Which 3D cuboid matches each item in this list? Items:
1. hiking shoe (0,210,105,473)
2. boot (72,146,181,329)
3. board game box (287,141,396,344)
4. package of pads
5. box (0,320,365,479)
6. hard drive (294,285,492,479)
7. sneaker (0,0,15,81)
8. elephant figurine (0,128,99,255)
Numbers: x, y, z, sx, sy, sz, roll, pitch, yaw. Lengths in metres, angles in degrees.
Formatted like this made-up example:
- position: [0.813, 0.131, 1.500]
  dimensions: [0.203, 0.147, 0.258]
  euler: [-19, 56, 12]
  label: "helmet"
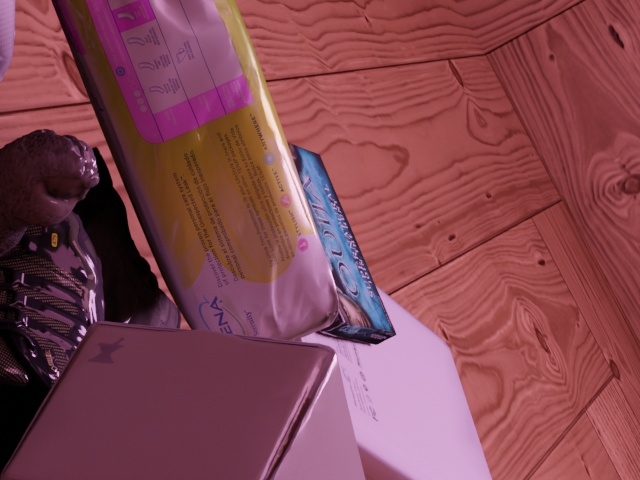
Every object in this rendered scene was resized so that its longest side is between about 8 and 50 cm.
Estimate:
- position: [-0.169, 0.048, 1.097]
  dimensions: [0.227, 0.086, 0.114]
  euler: [65, 15, 10]
  label: "hiking shoe"
- position: [-0.152, 0.049, 1.327]
  dimensions: [0.161, 0.083, 0.246]
  euler: [62, 19, -18]
  label: "boot"
- position: [0.000, 0.000, 1.737]
  dimensions: [0.186, 0.026, 0.126]
  euler: [66, 18, 16]
  label: "board game box"
- position: [-0.092, -0.084, 1.288]
  dimensions: [0.229, 0.101, 0.296]
  euler: [-133, -159, -73]
  label: "package of pads"
- position: [-0.048, 0.199, 1.067]
  dimensions: [0.121, 0.148, 0.311]
  euler: [-62, 148, -43]
  label: "box"
- position: [0.045, 0.126, 1.793]
  dimensions: [0.353, 0.047, 0.233]
  euler: [38, 29, -49]
  label: "hard drive"
- position: [-0.226, -0.253, 1.413]
  dimensions: [0.108, 0.169, 0.292]
  euler: [38, 31, -55]
  label: "sneaker"
- position: [-0.214, -0.025, 0.935]
  dimensions: [0.186, 0.239, 0.169]
  euler: [20, 37, -11]
  label: "elephant figurine"
